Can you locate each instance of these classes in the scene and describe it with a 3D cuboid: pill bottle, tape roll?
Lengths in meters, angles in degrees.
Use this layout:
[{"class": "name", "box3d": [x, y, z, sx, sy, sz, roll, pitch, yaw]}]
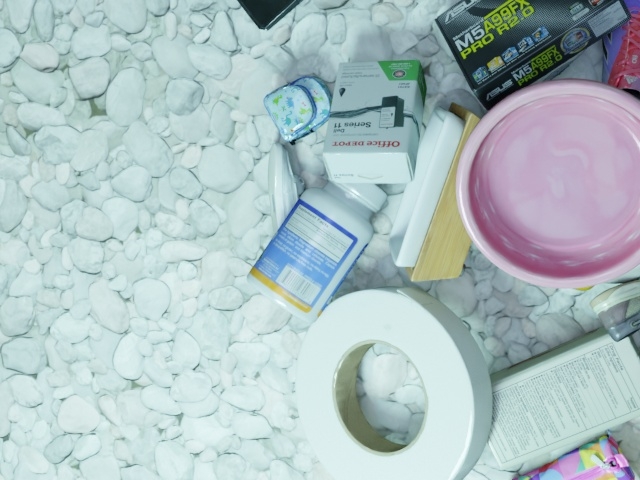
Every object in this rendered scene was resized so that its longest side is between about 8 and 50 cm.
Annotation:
[{"class": "pill bottle", "box3d": [0.000, 0.000, 1.743, 0.152, 0.152, 0.272, 34, 89, 10]}, {"class": "tape roll", "box3d": [0.121, 0.273, 1.720, 0.392, 0.072, 0.392, 3, 94, 39]}]

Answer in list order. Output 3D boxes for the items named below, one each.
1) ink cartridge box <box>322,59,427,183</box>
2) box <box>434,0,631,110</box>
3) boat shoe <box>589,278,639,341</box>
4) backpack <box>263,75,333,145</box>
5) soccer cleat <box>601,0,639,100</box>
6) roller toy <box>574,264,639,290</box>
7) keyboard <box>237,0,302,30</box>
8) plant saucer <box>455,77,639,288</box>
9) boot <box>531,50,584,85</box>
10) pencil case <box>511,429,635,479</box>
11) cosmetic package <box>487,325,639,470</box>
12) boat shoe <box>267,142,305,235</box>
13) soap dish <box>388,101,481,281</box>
[{"class": "ink cartridge box", "box3d": [0.096, -0.207, 1.683, 0.153, 0.087, 0.208, 0, 59, 15]}, {"class": "box", "box3d": [0.343, -0.367, 1.598, 0.270, 0.060, 0.216, -32, 47, 17]}, {"class": "boat shoe", "box3d": [0.580, 0.101, 1.575, 0.285, 0.103, 0.092, -11, 73, -16]}, {"class": "backpack", "box3d": [-0.036, -0.245, 1.773, 0.114, 0.084, 0.105, -28, 90, 14]}, {"class": "soccer cleat", "box3d": [0.513, -0.291, 1.591, 0.108, 0.116, 0.318, 3, 97, 16]}, {"class": "roller toy", "box3d": [0.492, -0.021, 1.612, 0.191, 0.146, 0.209, -1, 87, 23]}, {"class": "keyboard", "box3d": [-0.126, -0.570, 1.791, 0.201, 0.033, 0.317, -37, 86, 23]}, {"class": "plant saucer", "box3d": [0.378, -0.090, 1.486, 0.332, 0.084, 0.332, 5, 113, 12]}, {"class": "boot", "box3d": [0.384, -0.303, 1.659, 0.190, 0.086, 0.069, -36, 76, -11]}, {"class": "pencil case", "box3d": [0.435, 0.426, 1.706, 0.236, 0.104, 0.104, -32, 87, 18]}, {"class": "cosmetic package", "box3d": [0.421, 0.265, 1.675, 0.296, 0.129, 0.153, -25, 87, 18]}, {"class": "boat shoe", "box3d": [-0.060, -0.092, 1.812, 0.063, 0.066, 0.184, -6, 90, -17]}, {"class": "soap dish", "box3d": [0.216, -0.083, 1.654, 0.118, 0.229, 0.291, 18, 101, -4]}]
